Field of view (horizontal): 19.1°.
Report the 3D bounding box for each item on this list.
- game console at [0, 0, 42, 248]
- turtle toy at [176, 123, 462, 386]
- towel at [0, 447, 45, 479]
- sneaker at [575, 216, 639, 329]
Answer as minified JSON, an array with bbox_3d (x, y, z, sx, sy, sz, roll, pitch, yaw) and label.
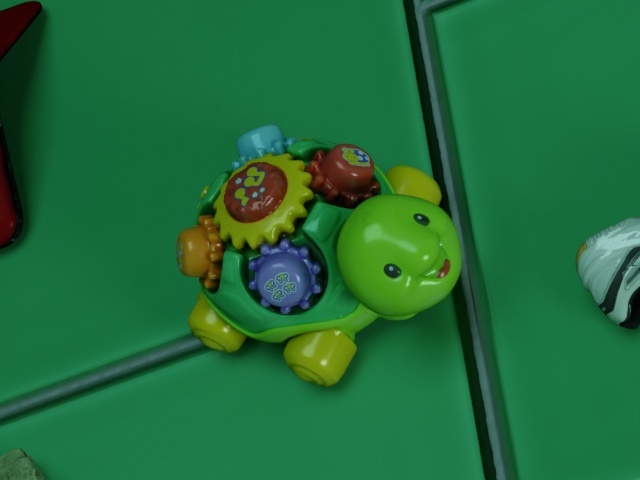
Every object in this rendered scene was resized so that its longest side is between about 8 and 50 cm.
[{"bbox_3d":[-0.194,-0.039,0.888,0.144,0.085,0.124,-17,83,21],"label":"game console"},{"bbox_3d":[0.000,0.000,0.711,0.130,0.066,0.095,16,68,37],"label":"turtle toy"},{"bbox_3d":[-0.141,0.155,0.714,0.110,0.027,0.148,-27,48,11],"label":"towel"},{"bbox_3d":[0.132,0.002,0.662,0.083,0.032,0.037,-31,62,15],"label":"sneaker"}]
